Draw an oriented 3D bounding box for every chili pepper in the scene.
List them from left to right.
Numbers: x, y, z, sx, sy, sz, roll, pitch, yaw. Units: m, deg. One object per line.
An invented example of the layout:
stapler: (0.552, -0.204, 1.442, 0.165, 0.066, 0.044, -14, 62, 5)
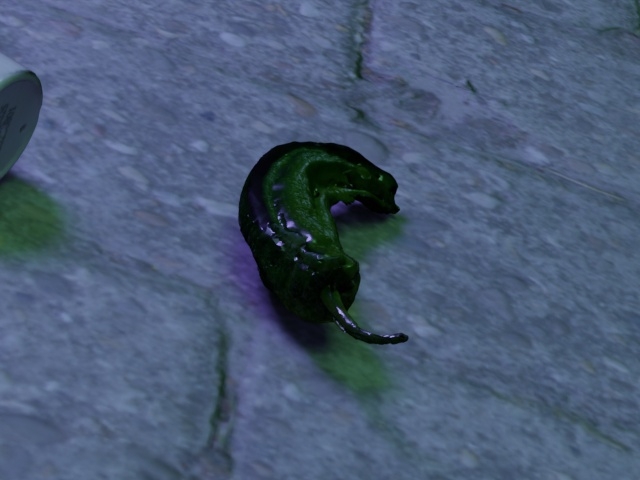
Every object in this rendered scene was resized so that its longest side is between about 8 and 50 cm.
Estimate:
chili pepper: (-0.001, 0.000, 1.150, 0.122, 0.065, 0.279, 15, 27, -4)

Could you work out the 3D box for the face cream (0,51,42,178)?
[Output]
face cream: (-0.355, -0.153, 1.139, 0.345, 0.102, 0.102, 31, 32, 14)
